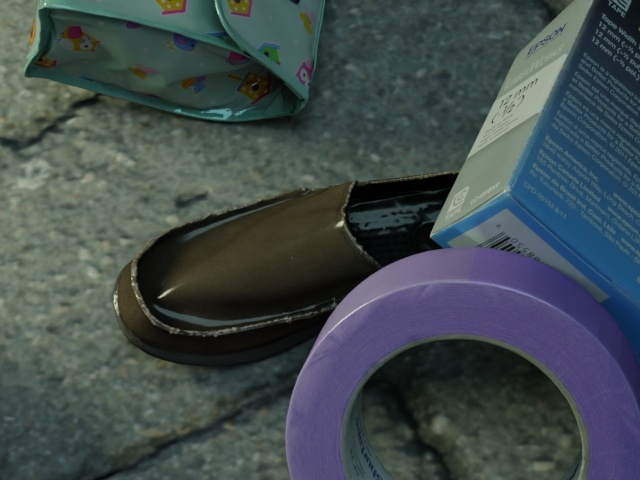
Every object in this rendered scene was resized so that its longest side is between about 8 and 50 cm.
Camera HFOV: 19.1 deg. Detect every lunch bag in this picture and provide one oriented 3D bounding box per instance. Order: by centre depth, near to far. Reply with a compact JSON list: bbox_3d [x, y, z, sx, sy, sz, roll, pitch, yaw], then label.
[{"bbox_3d":[-0.119,-0.237,1.718,0.262,0.160,0.223,11,60,-9],"label":"lunch bag"}]

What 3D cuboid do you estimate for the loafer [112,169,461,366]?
[{"bbox_3d":[0.000,0.000,1.615,0.366,0.130,0.134,-15,65,-10],"label":"loafer"}]

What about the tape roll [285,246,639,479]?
[{"bbox_3d":[0.115,0.147,1.477,0.275,0.275,0.090,16,20,5],"label":"tape roll"}]

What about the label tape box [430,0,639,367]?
[{"bbox_3d":[0.268,-0.063,1.608,0.249,0.115,0.348,39,49,-14],"label":"label tape box"}]
